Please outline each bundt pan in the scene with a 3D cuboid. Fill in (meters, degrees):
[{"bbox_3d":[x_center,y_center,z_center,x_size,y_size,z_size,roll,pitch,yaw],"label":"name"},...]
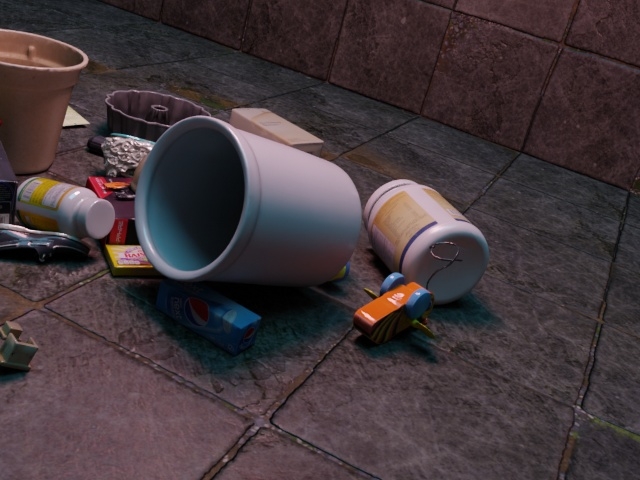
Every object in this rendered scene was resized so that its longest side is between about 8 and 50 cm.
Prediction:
[{"bbox_3d":[-0.509,-0.356,2.378,0.331,0.124,0.331,13,25,-6],"label":"bundt pan"}]

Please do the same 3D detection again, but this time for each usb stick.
[{"bbox_3d":[-0.537,-0.246,2.216,0.278,0.045,0.077,18,25,7],"label":"usb stick"}]

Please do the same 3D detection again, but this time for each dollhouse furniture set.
[{"bbox_3d":[-0.594,0.160,1.285,0.182,0.101,0.161,37,7,41],"label":"dollhouse furniture set"}]

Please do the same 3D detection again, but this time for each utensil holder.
[{"bbox_3d":[-0.140,-0.063,1.631,0.328,0.327,0.386,34,16,36],"label":"utensil holder"}]

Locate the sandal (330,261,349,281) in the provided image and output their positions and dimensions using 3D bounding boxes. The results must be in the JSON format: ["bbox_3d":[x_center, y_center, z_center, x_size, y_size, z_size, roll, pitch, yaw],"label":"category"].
[{"bbox_3d":[0.000,0.000,1.921,0.138,0.126,0.317,5,27,-31],"label":"sandal"}]

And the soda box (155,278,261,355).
[{"bbox_3d":[-0.225,0.144,1.528,0.210,0.067,0.071,26,26,24],"label":"soda box"}]

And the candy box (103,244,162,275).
[{"bbox_3d":[-0.370,0.044,1.709,0.206,0.027,0.105,2,24,-29],"label":"candy box"}]

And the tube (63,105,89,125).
[{"bbox_3d":[-0.832,-0.416,2.405,0.240,0.062,0.070,36,74,29],"label":"tube"}]

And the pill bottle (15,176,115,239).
[{"bbox_3d":[-0.558,-0.066,1.676,0.209,0.117,0.118,13,20,27],"label":"pill bottle"}]

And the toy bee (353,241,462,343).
[{"bbox_3d":[0.204,0.154,1.707,0.298,0.162,0.195,-19,43,-13],"label":"toy bee"}]

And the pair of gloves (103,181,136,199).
[{"bbox_3d":[-0.461,-0.117,1.797,0.074,0.010,0.083,-8,34,-46],"label":"pair of gloves"}]

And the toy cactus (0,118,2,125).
[{"bbox_3d":[-0.846,-0.283,1.741,0.219,0.112,0.180,8,3,-19],"label":"toy cactus"}]

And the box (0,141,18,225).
[{"bbox_3d":[-0.774,-0.121,1.677,0.165,0.143,0.270,0,28,-31],"label":"box"}]

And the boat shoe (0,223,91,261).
[{"bbox_3d":[-0.594,0.017,1.618,0.206,0.075,0.064,12,67,-21],"label":"boat shoe"}]

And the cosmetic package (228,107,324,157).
[{"bbox_3d":[-0.156,-0.337,2.567,0.160,0.113,0.309,-12,36,-46],"label":"cosmetic package"}]

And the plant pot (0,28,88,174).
[{"bbox_3d":[-0.786,-0.349,1.969,0.334,0.305,0.333,12,24,-6],"label":"plant pot"}]

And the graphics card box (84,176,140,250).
[{"bbox_3d":[-0.367,-0.066,1.870,0.371,0.094,0.233,1,28,-31],"label":"graphics card box"}]

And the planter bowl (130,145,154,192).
[{"bbox_3d":[-0.361,-0.164,1.826,0.162,0.109,0.162,16,22,-7],"label":"planter bowl"}]

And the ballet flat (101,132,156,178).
[{"bbox_3d":[-0.397,-0.196,2.106,0.409,0.146,0.147,7,25,-14],"label":"ballet flat"}]

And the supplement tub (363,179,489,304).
[{"bbox_3d":[0.257,-0.006,1.949,0.228,0.228,0.316,4,26,-24],"label":"supplement tub"}]
